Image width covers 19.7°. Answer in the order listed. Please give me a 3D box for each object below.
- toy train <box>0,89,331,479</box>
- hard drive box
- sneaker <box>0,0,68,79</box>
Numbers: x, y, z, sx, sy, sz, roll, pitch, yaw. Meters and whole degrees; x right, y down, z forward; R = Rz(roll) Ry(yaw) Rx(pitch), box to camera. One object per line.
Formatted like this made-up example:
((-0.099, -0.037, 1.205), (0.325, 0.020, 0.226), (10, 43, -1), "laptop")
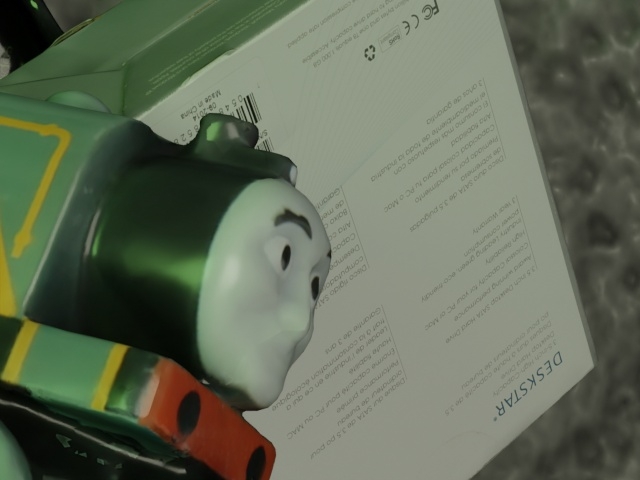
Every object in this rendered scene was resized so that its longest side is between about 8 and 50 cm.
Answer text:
((-0.158, 0.025, 0.582), (0.142, 0.334, 0.190), (47, 58, -61), "toy train")
((0.000, 0.000, 0.733), (0.181, 0.089, 0.232), (-37, 124, -28), "hard drive box")
((-0.168, -0.129, 0.699), (0.235, 0.097, 0.084), (48, 64, -15), "sneaker")
